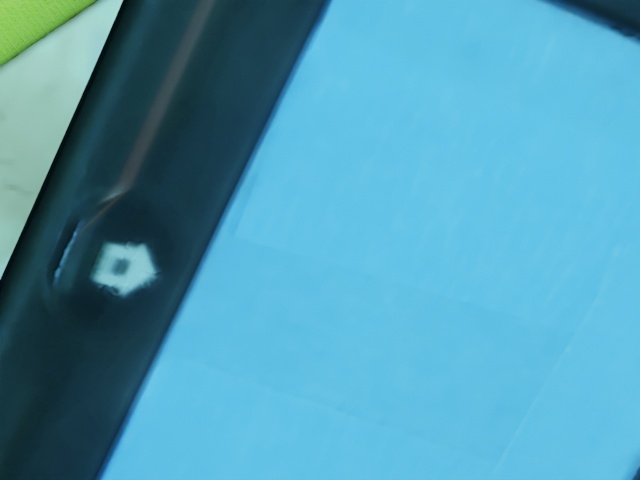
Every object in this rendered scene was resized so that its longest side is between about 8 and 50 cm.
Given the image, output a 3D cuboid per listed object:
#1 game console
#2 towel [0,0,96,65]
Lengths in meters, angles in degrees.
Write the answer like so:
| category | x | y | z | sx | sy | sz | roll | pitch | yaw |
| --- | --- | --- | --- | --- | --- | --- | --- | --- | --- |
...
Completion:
| category | x | y | z | sx | sy | sz | roll | pitch | yaw |
| --- | --- | --- | --- | --- | --- | --- | --- | --- | --- |
| game console | 0.085 | 0.043 | 0.445 | 0.342 | 0.060 | 0.387 | 17 | 107 | -31 |
| towel | -0.155 | -0.069 | 0.515 | 0.237 | 0.021 | 0.102 | -33 | 104 | 4 |
